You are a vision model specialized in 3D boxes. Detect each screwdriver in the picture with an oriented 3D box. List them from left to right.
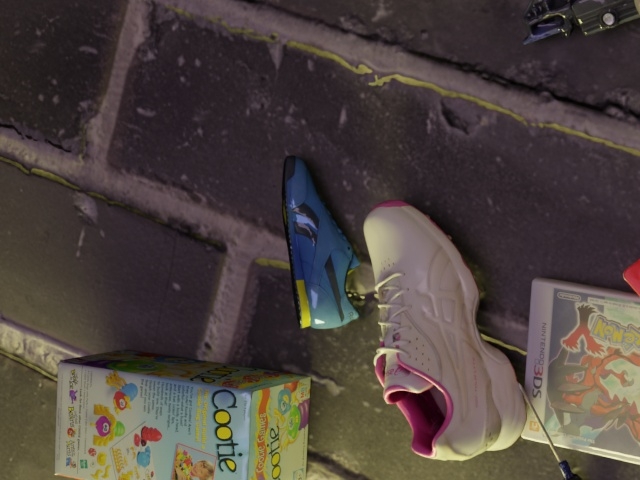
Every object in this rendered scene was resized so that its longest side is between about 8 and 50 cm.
[{"bbox_3d":[0.257,0.228,1.684,0.025,0.024,0.170,-16,102,47],"label":"screwdriver"}]

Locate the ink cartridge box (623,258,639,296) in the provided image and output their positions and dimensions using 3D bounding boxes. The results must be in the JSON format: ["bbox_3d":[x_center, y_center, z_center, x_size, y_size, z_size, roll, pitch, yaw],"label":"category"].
[{"bbox_3d":[0.424,0.003,1.540,0.231,0.078,0.134,-42,73,8],"label":"ink cartridge box"}]

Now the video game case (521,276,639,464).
[{"bbox_3d":[0.314,0.143,1.655,0.201,0.023,0.183,9,105,29],"label":"video game case"}]

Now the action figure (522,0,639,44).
[{"bbox_3d":[0.315,-0.282,1.535,0.341,0.178,0.330,-26,110,29],"label":"action figure"}]

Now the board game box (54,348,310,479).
[{"bbox_3d":[-0.167,0.223,1.869,0.275,0.142,0.144,6,96,29],"label":"board game box"}]

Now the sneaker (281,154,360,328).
[{"bbox_3d":[0.000,0.000,1.819,0.082,0.069,0.209,-8,79,-4],"label":"sneaker"}]

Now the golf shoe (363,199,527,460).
[{"bbox_3d":[0.111,0.099,1.702,0.115,0.140,0.306,-42,71,52],"label":"golf shoe"}]
